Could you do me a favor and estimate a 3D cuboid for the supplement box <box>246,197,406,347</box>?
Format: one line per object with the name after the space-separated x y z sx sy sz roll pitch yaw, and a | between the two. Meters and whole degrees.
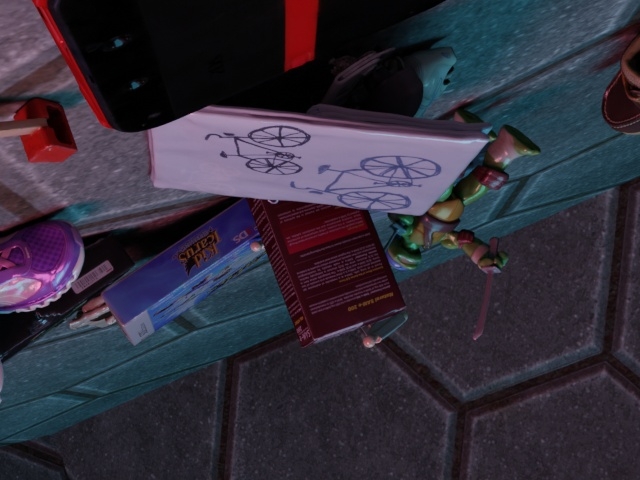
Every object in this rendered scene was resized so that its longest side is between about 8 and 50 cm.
0.000 0.000 1.509 0.130 0.239 0.073 -18 171 -17 | supplement box

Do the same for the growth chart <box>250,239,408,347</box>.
0.013 0.057 1.633 0.172 0.237 0.021 -12 136 -60 | growth chart

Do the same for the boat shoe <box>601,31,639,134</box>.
0.441 -0.234 1.560 0.123 0.123 0.342 -3 165 -18 | boat shoe

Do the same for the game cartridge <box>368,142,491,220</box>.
0.110 -0.081 1.879 0.297 0.062 0.198 -15 173 -34 | game cartridge

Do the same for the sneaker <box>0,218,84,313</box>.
-0.388 0.041 1.384 0.236 0.095 0.104 -22 163 12 | sneaker

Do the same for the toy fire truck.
-0.316 -0.071 1.005 0.135 0.047 0.192 -27 168 31 | toy fire truck

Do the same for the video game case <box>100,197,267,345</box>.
-0.179 0.042 1.728 0.269 0.061 0.244 -34 175 -10 | video game case

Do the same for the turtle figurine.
0.194 -0.026 1.665 0.266 0.198 0.274 -60 -175 23 | turtle figurine

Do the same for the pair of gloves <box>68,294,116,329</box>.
-0.320 0.111 2.080 0.204 0.042 0.240 -21 172 1 | pair of gloves

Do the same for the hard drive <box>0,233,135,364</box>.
-0.418 0.119 1.638 0.237 0.064 0.339 -37 -178 -38 | hard drive

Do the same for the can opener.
0.025 -0.131 1.281 0.074 0.093 0.280 -31 178 -18 | can opener

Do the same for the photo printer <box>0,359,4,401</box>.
-0.529 0.209 1.413 0.256 0.107 0.307 -19 174 -31 | photo printer

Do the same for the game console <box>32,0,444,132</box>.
-0.034 -0.204 0.876 0.342 0.060 0.386 -25 172 -6 | game console

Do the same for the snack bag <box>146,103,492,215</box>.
-0.021 -0.088 1.269 0.342 0.037 0.323 5 169 -5 | snack bag

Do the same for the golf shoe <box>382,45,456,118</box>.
0.113 -0.167 1.352 0.086 0.069 0.176 -26 173 -7 | golf shoe
